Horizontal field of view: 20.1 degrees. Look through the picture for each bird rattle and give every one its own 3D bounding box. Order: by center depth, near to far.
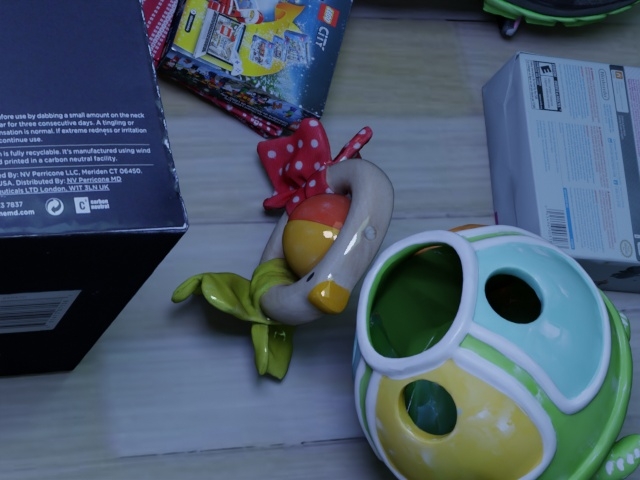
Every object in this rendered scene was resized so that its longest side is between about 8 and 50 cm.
[{"bbox_3d":[0.000,0.000,1.621,0.143,0.207,0.253,44,66,-22],"label":"bird rattle"}]

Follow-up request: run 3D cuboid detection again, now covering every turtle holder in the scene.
[{"bbox_3d":[0.125,0.134,1.564,0.227,0.243,0.320,43,66,-42],"label":"turtle holder"}]

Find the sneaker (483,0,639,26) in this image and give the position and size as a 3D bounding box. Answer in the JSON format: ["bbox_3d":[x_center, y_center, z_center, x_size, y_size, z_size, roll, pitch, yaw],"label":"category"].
[{"bbox_3d":[0.205,-0.335,1.786,0.482,0.202,0.185,-4,66,-33],"label":"sneaker"}]

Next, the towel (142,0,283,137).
[{"bbox_3d":[-0.127,-0.238,1.757,0.274,0.031,0.199,30,58,-11],"label":"towel"}]

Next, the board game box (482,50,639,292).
[{"bbox_3d":[0.328,-0.061,1.843,0.303,0.097,0.224,5,67,-20],"label":"board game box"}]

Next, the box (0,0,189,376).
[{"bbox_3d":[-0.263,-0.085,1.448,0.179,0.343,0.313,-3,69,-24],"label":"box"}]

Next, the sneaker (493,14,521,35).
[{"bbox_3d":[0.180,-0.266,1.900,0.057,0.047,0.119,2,60,-16],"label":"sneaker"}]

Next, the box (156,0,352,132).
[{"bbox_3d":[-0.052,-0.233,1.748,0.159,0.044,0.233,24,58,-16],"label":"box"}]
